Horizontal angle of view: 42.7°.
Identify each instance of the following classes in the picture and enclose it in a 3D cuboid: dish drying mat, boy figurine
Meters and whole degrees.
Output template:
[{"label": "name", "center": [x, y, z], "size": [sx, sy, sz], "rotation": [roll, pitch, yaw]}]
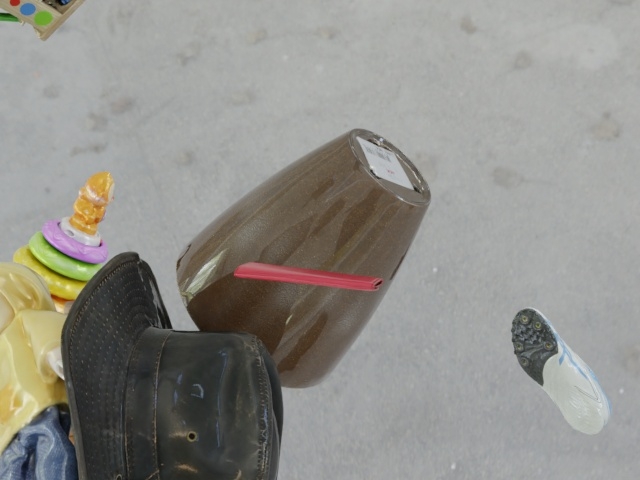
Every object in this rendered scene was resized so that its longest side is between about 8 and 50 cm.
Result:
[{"label": "dish drying mat", "center": [-0.007, 0.022, 0.481], "size": [0.083, 0.032, 0.008], "rotation": [7, 94, 14]}, {"label": "boy figurine", "center": [-0.251, 0.127, 0.699], "size": [0.092, 0.177, 0.285], "rotation": [9, 50, -42]}]

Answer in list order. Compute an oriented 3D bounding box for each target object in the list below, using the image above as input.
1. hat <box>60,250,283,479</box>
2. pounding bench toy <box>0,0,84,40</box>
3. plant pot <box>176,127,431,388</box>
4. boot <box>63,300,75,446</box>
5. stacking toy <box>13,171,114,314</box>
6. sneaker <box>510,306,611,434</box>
[{"label": "hat", "center": [-0.098, 0.167, 0.706], "size": [0.134, 0.331, 0.331], "rotation": [-8, 56, 8]}, {"label": "pounding bench toy", "center": [-0.227, -0.182, 0.614], "size": [0.083, 0.065, 0.052], "rotation": [-39, 61, 16]}, {"label": "plant pot", "center": [0.000, 0.000, 0.858], "size": [0.215, 0.230, 0.215], "rotation": [31, 30, -20]}, {"label": "boot", "center": [-0.369, 0.198, 1.015], "size": [0.283, 0.109, 0.220], "rotation": [-6, 63, 13]}, {"label": "stacking toy", "center": [-0.391, 0.026, 1.248], "size": [0.165, 0.175, 0.302], "rotation": [29, 100, -19]}, {"label": "sneaker", "center": [0.396, 0.209, 1.355], "size": [0.237, 0.085, 0.086], "rotation": [56, 35, -3]}]
